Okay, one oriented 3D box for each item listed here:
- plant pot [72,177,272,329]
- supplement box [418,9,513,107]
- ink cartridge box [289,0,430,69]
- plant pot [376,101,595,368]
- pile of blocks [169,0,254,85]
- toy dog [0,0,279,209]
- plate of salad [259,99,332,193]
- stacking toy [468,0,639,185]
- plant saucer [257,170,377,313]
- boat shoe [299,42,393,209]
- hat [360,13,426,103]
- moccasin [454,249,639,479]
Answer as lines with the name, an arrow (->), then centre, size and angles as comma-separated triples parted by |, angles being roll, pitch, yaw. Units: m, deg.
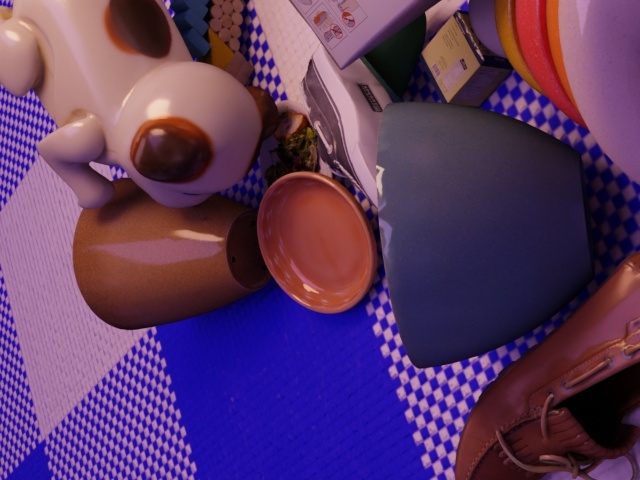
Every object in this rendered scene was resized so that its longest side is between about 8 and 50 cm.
plant pot -> -0.195, 0.019, 1.819 | 0.254, 0.237, 0.237 | -1, 89, 38
supplement box -> 0.175, -0.215, 1.461 | 0.083, 0.056, 0.083 | -49, 53, 40
ink cartridge box -> 0.139, -0.345, 1.256 | 0.130, 0.272, 0.309 | 53, 148, -2
plant pot -> 0.187, -0.017, 1.307 | 0.195, 0.290, 0.290 | -7, 83, 15
pile of blocks -> -0.195, -0.373, 1.858 | 0.113, 0.149, 0.362 | -6, 85, 51
toy dog -> -0.248, -0.222, 1.712 | 0.408, 0.285, 0.395 | 44, 124, 16
plate of salad -> -0.044, -0.097, 1.722 | 0.200, 0.048, 0.199 | 26, 121, 53
stacking toy -> 0.291, -0.233, 1.191 | 0.480, 0.351, 0.350 | -149, 65, -68
plant saucer -> 0.000, 0.000, 1.655 | 0.200, 0.037, 0.200 | 17, 118, 34
boat shoe -> 0.045, -0.129, 1.586 | 0.102, 0.108, 0.301 | -53, 48, 37
hat -> 0.118, -0.285, 1.509 | 0.183, 0.208, 0.173 | -39, 75, 7
moccasin -> 0.276, 0.179, 1.280 | 0.380, 0.139, 0.147 | -48, 45, 29
